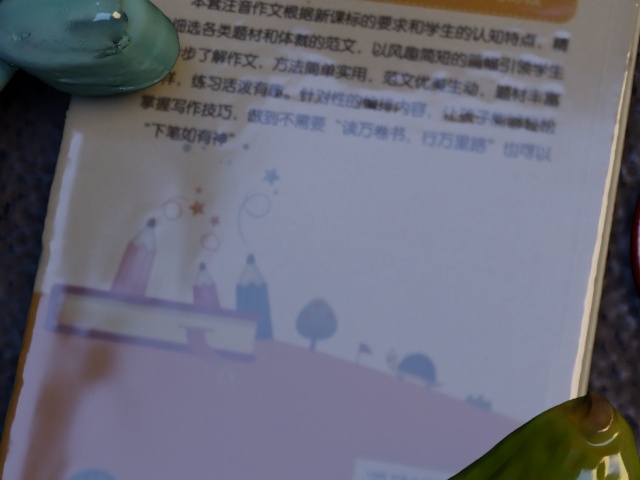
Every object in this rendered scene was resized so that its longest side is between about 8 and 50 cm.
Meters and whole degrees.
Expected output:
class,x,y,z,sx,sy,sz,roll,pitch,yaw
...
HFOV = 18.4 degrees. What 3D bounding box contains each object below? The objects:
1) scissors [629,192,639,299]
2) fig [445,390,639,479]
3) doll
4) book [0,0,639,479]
class,x,y,z,sx,sy,sz,roll,pitch,yaw
scissors,0.150,0.097,0.678,0.144,0.017,0.247,17,82,13
fig,0.028,0.168,0.606,0.233,0.167,0.167,-37,75,-2
doll,-0.134,-0.076,0.729,0.159,0.059,0.159,-18,70,16
book,0.000,0.000,0.720,0.208,0.020,0.295,8,79,11
